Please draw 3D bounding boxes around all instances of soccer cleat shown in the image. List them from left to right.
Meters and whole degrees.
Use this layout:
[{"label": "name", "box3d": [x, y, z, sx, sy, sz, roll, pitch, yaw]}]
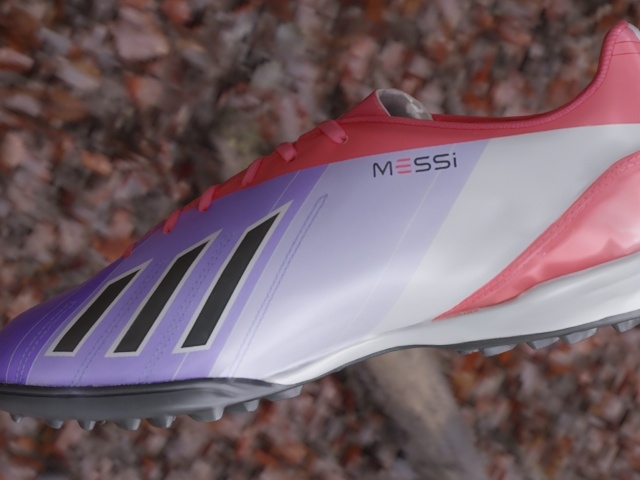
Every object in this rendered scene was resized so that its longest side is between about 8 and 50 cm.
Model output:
[{"label": "soccer cleat", "box3d": [0.000, 0.000, 0.706, 0.108, 0.318, 0.116, -40, 116, -74]}]
